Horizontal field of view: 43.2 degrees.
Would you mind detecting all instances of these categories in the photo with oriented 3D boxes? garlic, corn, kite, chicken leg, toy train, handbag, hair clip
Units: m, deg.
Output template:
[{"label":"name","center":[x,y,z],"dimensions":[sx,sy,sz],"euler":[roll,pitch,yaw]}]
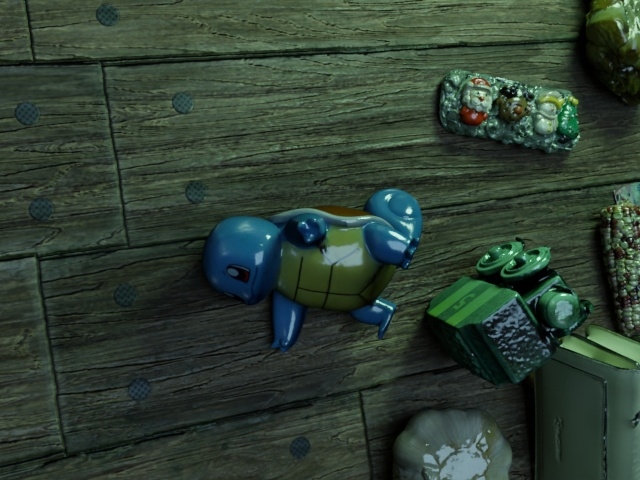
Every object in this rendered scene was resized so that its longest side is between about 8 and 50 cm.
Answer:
[{"label":"garlic","center":[0.226,0.399,1.418],"dimensions":[0.228,0.152,0.227],"euler":[0,90,-15]},{"label":"corn","center":[0.626,0.056,1.639],"dimensions":[0.092,0.092,0.280],"euler":[-8,90,-22]},{"label":"kite","center":[0.675,-0.066,1.714],"dimensions":[0.153,0.005,0.137],"euler":[31,78,-17]},{"label":"chicken leg","center":[0.616,-0.497,1.667],"dimensions":[0.202,0.153,0.428],"euler":[-2,79,-34]},{"label":"toy train","center":[0.318,0.121,1.408],"dimensions":[0.238,0.299,0.166],"euler":[-36,98,-7]},{"label":"handbag","center":[0.516,0.354,1.453],"dimensions":[0.160,0.237,0.358],"euler":[-9,103,-20]},{"label":"hair clip","center":[0.387,-0.251,1.569],"dimensions":[0.322,0.091,0.138],"euler":[6,86,-20]}]

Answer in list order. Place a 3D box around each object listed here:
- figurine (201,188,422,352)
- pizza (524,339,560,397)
[{"label":"figurine","center":[0.024,0.028,1.336],"dimensions":[0.417,0.297,0.243],"euler":[-14,57,-24]},{"label":"pizza","center":[0.444,0.248,1.571],"dimensions":[0.182,0.062,0.161],"euler":[16,74,-25]}]
